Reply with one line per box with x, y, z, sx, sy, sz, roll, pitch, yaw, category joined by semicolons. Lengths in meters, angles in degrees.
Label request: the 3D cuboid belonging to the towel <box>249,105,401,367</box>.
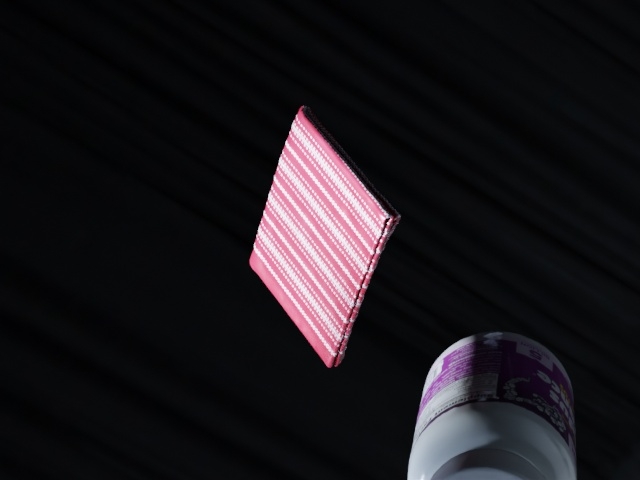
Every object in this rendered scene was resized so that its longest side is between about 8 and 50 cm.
0.000;0.000;2.031;0.031;0.199;0.275;-18;-35;-33;towel

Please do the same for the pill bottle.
0.176;0.219;1.725;0.169;0.169;0.301;-53;5;20;pill bottle
